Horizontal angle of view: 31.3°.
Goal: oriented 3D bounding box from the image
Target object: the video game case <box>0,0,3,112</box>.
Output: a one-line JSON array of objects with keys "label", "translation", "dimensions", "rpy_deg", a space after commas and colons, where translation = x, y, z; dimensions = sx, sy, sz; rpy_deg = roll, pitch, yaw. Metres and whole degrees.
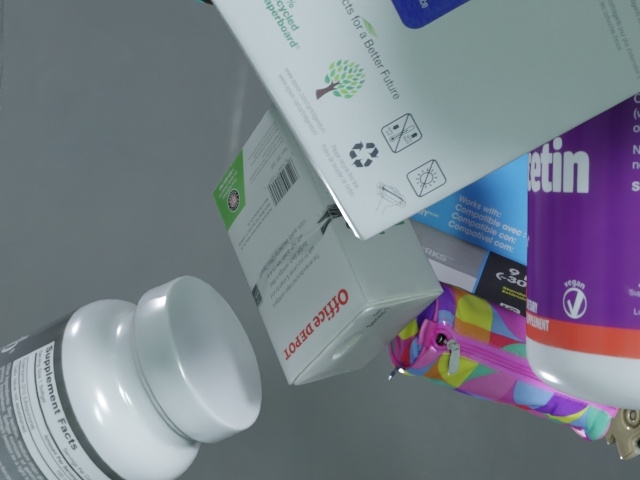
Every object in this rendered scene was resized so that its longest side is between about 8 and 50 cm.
[{"label": "video game case", "translation": [-0.307, -0.208, 1.060], "dimensions": [0.173, 0.022, 0.190], "rpy_deg": [-143, 54, -73]}]

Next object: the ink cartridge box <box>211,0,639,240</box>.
[{"label": "ink cartridge box", "translation": [0.122, -0.146, 0.534], "dimensions": [0.165, 0.332, 0.065], "rpy_deg": [58, -172, -33]}]

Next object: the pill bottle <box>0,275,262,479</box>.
[{"label": "pill bottle", "translation": [-0.258, 0.188, 1.229], "dimensions": [0.363, 0.210, 0.210], "rpy_deg": [-26, 53, 19]}]

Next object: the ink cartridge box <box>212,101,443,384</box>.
[{"label": "ink cartridge box", "translation": [0.000, 0.000, 1.054], "dimensions": [0.160, 0.092, 0.219], "rpy_deg": [-49, 57, 47]}]

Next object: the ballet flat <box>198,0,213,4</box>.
[{"label": "ballet flat", "translation": [-0.099, -0.256, 1.072], "dimensions": [0.091, 0.241, 0.077], "rpy_deg": [26, 103, 45]}]

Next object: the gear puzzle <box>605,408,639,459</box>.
[{"label": "gear puzzle", "translation": [0.364, 0.074, 1.321], "dimensions": [0.175, 0.044, 0.339], "rpy_deg": [-53, 37, 46]}]

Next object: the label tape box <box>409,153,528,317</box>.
[{"label": "label tape box", "translation": [0.145, -0.024, 1.162], "dimensions": [0.334, 0.240, 0.106], "rpy_deg": [91, -156, -66]}]

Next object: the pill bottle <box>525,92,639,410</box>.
[{"label": "pill bottle", "translation": [0.217, -0.067, 0.694], "dimensions": [0.181, 0.181, 0.323], "rpy_deg": [-174, 83, -67]}]

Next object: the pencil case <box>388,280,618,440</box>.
[{"label": "pencil case", "translation": [0.176, 0.113, 1.072], "dimensions": [0.104, 0.236, 0.104], "rpy_deg": [-54, 26, 40]}]
